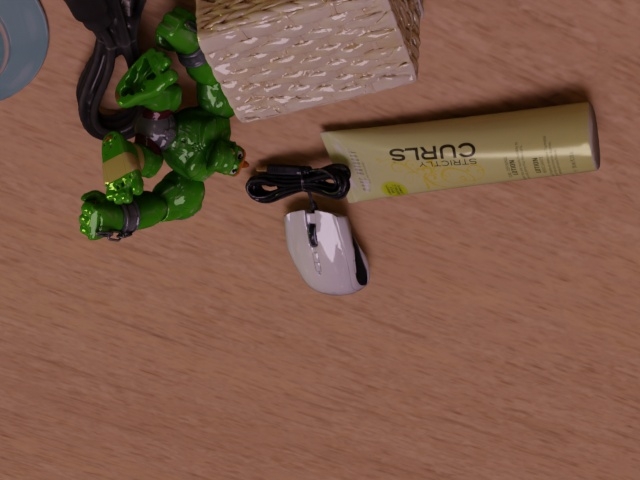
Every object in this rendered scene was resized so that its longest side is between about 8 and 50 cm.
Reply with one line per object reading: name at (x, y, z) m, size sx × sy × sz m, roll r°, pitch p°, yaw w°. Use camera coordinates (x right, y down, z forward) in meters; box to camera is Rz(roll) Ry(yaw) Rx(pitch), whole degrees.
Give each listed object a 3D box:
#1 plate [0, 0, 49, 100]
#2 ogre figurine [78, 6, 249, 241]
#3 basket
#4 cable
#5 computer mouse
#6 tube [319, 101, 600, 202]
plate at (-0.323, -0.175, 1.170) m, size 0.188 × 0.024 × 0.188 m, roll 1°, pitch 138°, yaw 1°
ogre figurine at (-0.124, -0.090, 1.179) m, size 0.097 × 0.197 × 0.118 m, roll 6°, pitch 178°, yaw 37°
basket at (-0.008, -0.176, 1.102) m, size 0.167 × 0.103 × 0.113 m, roll -13°, pitch 137°, yaw 14°
cable at (-0.173, -0.197, 1.141) m, size 0.139 × 0.072 × 0.287 m, roll -20°, pitch 149°, yaw -2°
computer mouse at (0.000, 0.000, 1.331) m, size 0.106 × 0.042 × 0.193 m, roll 0°, pitch 140°, yaw 21°
tube at (0.126, -0.076, 1.246) m, size 0.240 × 0.062 × 0.070 m, roll -5°, pitch 95°, yaw 18°
